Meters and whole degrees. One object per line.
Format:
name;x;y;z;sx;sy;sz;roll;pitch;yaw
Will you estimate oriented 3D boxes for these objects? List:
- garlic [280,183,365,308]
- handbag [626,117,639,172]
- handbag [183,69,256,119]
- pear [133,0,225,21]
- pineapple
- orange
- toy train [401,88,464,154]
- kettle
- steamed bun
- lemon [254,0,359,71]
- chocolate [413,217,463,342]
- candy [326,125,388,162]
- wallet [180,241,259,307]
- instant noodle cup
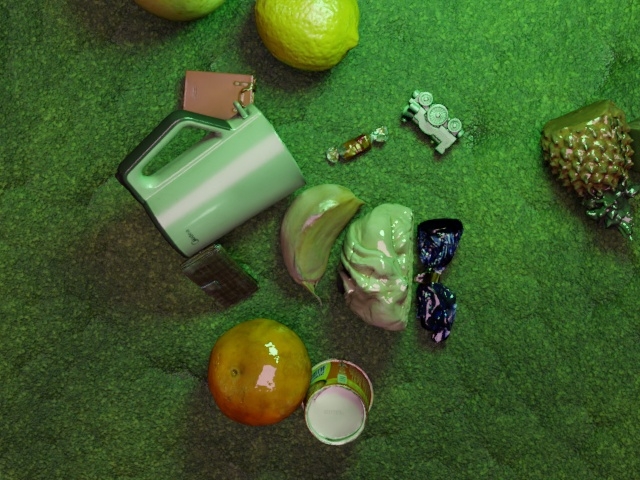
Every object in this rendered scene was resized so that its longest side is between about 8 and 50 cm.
garlic;-0.017;0.006;1.803;0.196;0.151;0.338;20;96;-12
handbag;0.843;-0.240;1.726;0.072;0.193;0.151;-20;99;4
handbag;-0.272;-0.390;1.815;0.190;0.063;0.127;6;94;4
pear;-0.356;-0.723;1.659;0.349;0.348;0.347;0;94;2
pineapple;0.727;-0.170;1.741;0.223;0.223;0.357;-28;101;4
orange;-0.165;0.347;1.773;0.284;0.226;0.283;-4;80;22
toy train;0.300;-0.324;1.800;0.178;0.071;0.104;41;105;-3
kettle;-0.277;-0.175;1.680;0.377;0.250;0.361;-35;137;-2
steamed bun;0.141;0.070;1.749;0.207;0.275;0.319;4;59;13
lemon;-0.039;-0.568;1.702;0.310;0.253;0.253;34;95;15
chocolate;0.309;0.112;1.818;0.149;0.126;0.342;-7;104;-35
candy;0.103;-0.260;1.820;0.182;0.046;0.053;-24;92;5
wallet;-0.265;0.097;1.790;0.124;0.230;0.042;-30;53;6
instant noodle cup;0.043;0.444;1.811;0.214;0.174;0.213;0;95;2
